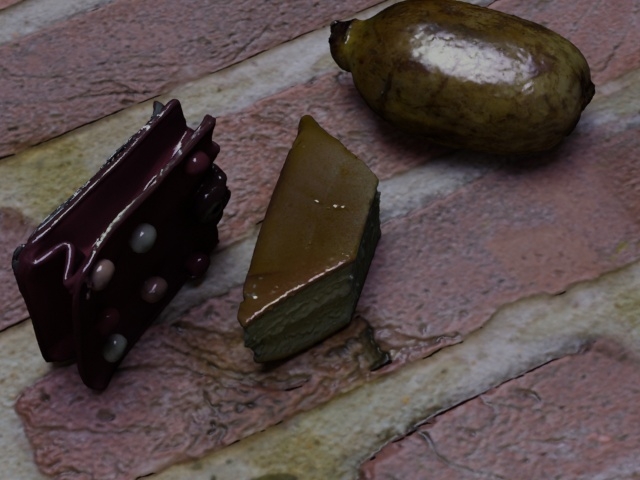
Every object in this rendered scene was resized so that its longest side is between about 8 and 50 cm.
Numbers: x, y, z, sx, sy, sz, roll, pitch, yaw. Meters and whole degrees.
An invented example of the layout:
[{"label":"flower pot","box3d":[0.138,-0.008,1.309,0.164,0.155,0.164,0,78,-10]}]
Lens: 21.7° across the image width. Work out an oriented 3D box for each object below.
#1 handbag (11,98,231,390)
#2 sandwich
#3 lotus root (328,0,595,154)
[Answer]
[{"label":"handbag","box3d":[-0.158,0.006,1.422,0.074,0.203,0.216,33,62,17]},{"label":"sandwich","box3d":[0.000,0.000,1.478,0.096,0.094,0.258,8,53,13]},{"label":"lotus root","box3d":[0.126,-0.159,1.567,0.260,0.128,0.145,18,43,11]}]
